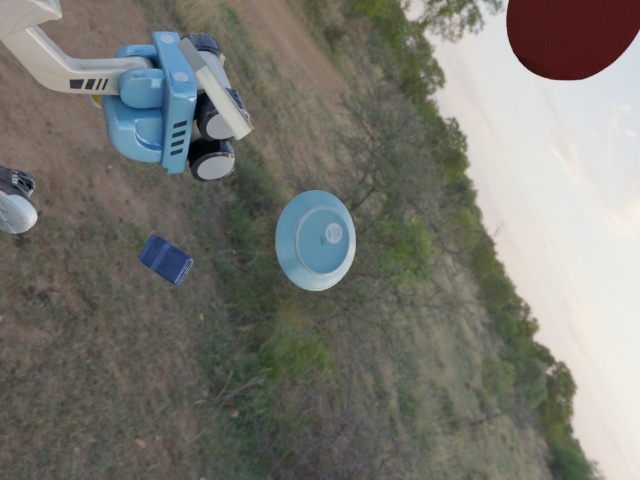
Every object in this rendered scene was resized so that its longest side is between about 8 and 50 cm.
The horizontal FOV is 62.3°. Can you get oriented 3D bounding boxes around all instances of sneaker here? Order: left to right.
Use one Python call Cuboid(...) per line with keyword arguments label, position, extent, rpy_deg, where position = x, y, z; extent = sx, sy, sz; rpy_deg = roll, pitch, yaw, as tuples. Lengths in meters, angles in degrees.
Cuboid(label="sneaker", position=(-0.335, -0.057, 0.563), extent=(0.065, 0.158, 0.061), rpy_deg=(-40, 136, -37))

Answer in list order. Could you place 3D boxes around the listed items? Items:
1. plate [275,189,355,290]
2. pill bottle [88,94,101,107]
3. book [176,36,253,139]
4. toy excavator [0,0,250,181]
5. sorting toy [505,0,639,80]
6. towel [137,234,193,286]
Cuboid(label="plate", position=(0.000, 0.000, 0.980), extent=(0.188, 0.024, 0.188), rpy_deg=(0, 89, -37))
Cuboid(label="pill bottle", position=(-0.598, -0.435, 1.522), extent=(0.103, 0.184, 0.103), rpy_deg=(1, 89, -42))
Cuboid(label="book", position=(-0.169, -0.239, 0.839), extent=(0.096, 0.035, 0.144), rpy_deg=(55, 0, 37))
Cuboid(label="toy excavator", position=(-0.377, -0.294, 1.024), extent=(0.222, 0.445, 0.433), rpy_deg=(66, -28, 24))
Cuboid(label="sorting toy", position=(0.258, -0.322, 0.435), extent=(0.127, 0.126, 0.366), rpy_deg=(24, -61, 47))
Cuboid(label="towel", position=(-0.315, 0.039, 1.079), extent=(0.119, 0.067, 0.029), rpy_deg=(29, -5, 27))
